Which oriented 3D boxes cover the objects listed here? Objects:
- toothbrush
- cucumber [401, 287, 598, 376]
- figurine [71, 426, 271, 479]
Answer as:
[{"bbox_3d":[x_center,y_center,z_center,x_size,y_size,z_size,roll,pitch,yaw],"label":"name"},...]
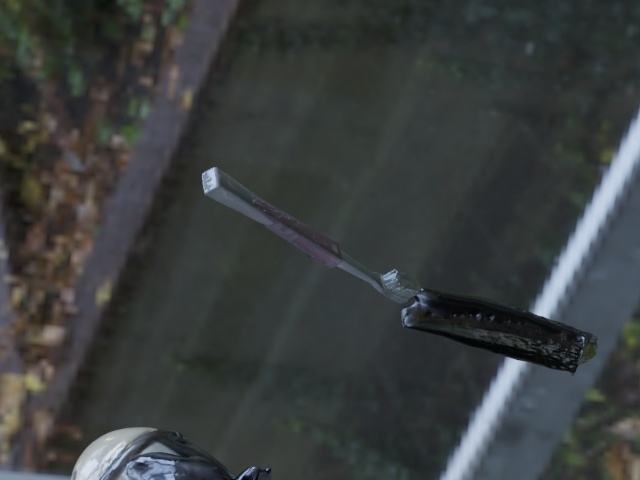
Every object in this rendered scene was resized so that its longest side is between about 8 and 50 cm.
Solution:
[{"bbox_3d":[-0.002,0.001,1.071,0.017,0.194,0.014,-28,55,28],"label":"toothbrush"},{"bbox_3d":[0.117,0.056,1.218,0.034,0.135,0.033,-111,39,-77],"label":"cucumber"},{"bbox_3d":[-0.007,0.266,1.185,0.412,0.241,0.306,32,136,37],"label":"figurine"}]
